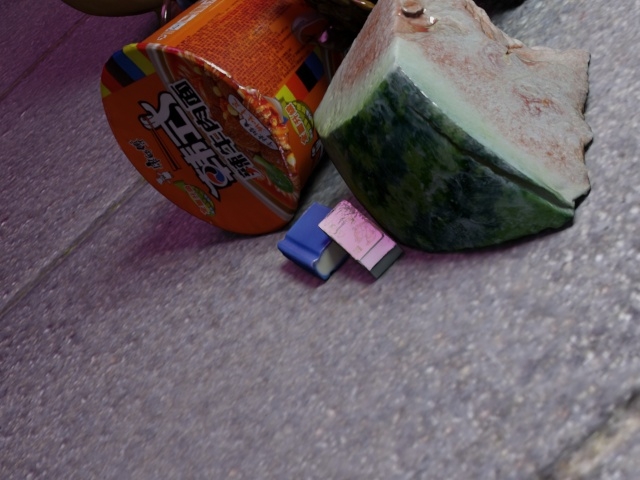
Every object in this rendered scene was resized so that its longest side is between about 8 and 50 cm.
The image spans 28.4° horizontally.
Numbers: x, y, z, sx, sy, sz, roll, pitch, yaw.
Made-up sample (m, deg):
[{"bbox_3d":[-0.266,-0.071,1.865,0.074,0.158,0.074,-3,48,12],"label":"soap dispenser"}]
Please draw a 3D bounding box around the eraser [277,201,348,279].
[{"bbox_3d":[0.000,0.000,1.224,0.063,0.027,0.085,-49,27,-8],"label":"eraser"}]

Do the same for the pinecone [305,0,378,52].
[{"bbox_3d":[0.072,-0.307,1.233,0.272,0.224,0.224,-64,26,7],"label":"pinecone"}]

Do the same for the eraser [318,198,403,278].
[{"bbox_3d":[0.036,-0.002,1.154,0.038,0.019,0.083,-44,50,-4],"label":"eraser"}]

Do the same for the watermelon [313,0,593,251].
[{"bbox_3d":[0.117,-0.104,1.117,0.231,0.193,0.310,-66,15,-1],"label":"watermelon"}]

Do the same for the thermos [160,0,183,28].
[{"bbox_3d":[-0.178,-0.315,1.867,0.124,0.099,0.232,-10,21,-13],"label":"thermos"}]

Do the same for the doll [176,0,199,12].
[{"bbox_3d":[-0.077,-0.347,1.586,0.340,0.318,0.209,-135,60,-69],"label":"doll"}]

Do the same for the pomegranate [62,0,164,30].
[{"bbox_3d":[-0.286,-0.516,2.021,0.411,0.411,0.411,-34,28,21],"label":"pomegranate"}]

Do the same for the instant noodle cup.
[{"bbox_3d":[-0.080,-0.161,1.350,0.250,0.250,0.192,-10,35,49],"label":"instant noodle cup"}]
